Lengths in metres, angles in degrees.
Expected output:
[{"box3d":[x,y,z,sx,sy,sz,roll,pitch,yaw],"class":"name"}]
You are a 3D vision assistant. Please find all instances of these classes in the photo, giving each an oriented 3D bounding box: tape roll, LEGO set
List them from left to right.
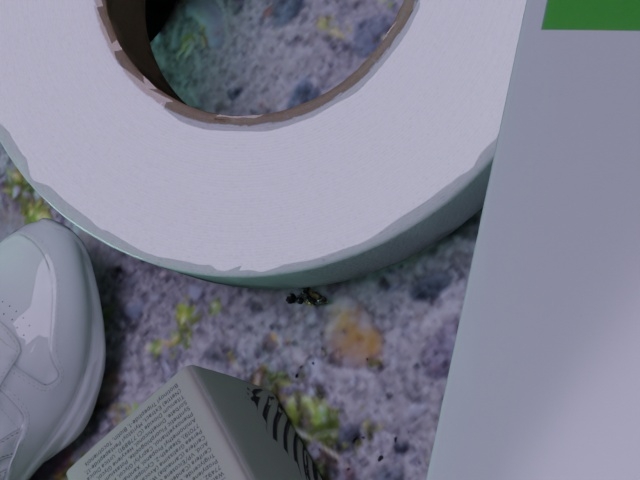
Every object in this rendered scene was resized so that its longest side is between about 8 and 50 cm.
[{"box3d":[-0.029,-0.165,0.891,0.392,0.072,0.391,-3,80,16],"class":"tape roll"},{"box3d":[-0.002,0.001,0.916,0.054,0.023,0.083,24,101,38],"class":"LEGO set"}]

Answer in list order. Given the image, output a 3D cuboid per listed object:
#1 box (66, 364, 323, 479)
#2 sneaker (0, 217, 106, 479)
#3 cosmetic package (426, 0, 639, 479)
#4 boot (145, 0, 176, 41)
[{"box3d":[-0.029,0.210,0.815,0.113,0.094,0.275,-41,58,15],"class":"box"},{"box3d":[-0.242,0.122,0.944,0.114,0.152,0.305,21,84,37],"class":"sneaker"},{"box3d":[0.191,0.006,0.709,0.197,0.155,0.365,5,76,31],"class":"cosmetic package"},{"box3d":[-0.175,-0.275,1.071,0.229,0.091,0.263,31,94,35],"class":"boot"}]
